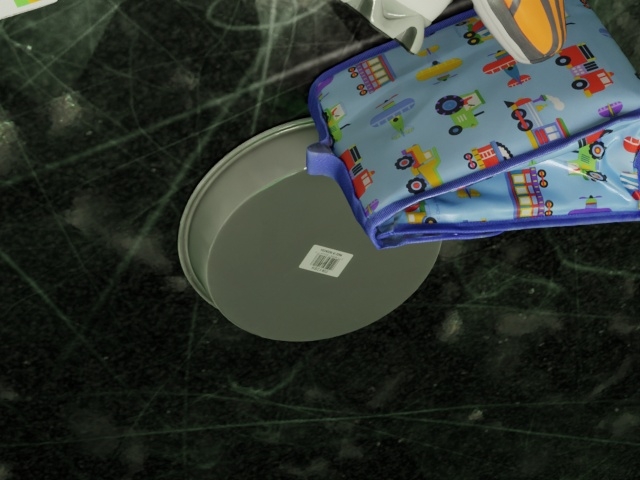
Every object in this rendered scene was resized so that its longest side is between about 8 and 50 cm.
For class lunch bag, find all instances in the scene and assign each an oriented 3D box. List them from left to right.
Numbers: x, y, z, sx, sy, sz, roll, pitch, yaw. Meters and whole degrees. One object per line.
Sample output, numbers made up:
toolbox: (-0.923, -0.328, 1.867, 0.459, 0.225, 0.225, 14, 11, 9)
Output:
lunch bag: (0.129, -0.106, 1.254, 0.293, 0.221, 0.138, -13, 135, -8)

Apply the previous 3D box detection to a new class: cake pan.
cake pan: (0.000, 0.000, 1.427, 0.293, 0.054, 0.293, -10, 135, -10)

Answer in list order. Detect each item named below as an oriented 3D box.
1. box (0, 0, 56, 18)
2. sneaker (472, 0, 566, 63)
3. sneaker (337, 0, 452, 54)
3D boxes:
box: (-0.283, -0.275, 1.028, 0.103, 0.114, 0.203, -18, 134, -4)
sneaker: (0.186, -0.299, 1.078, 0.180, 0.124, 0.321, -10, 118, 23)
sneaker: (0.003, -0.291, 1.124, 0.330, 0.122, 0.146, 25, 108, -41)
